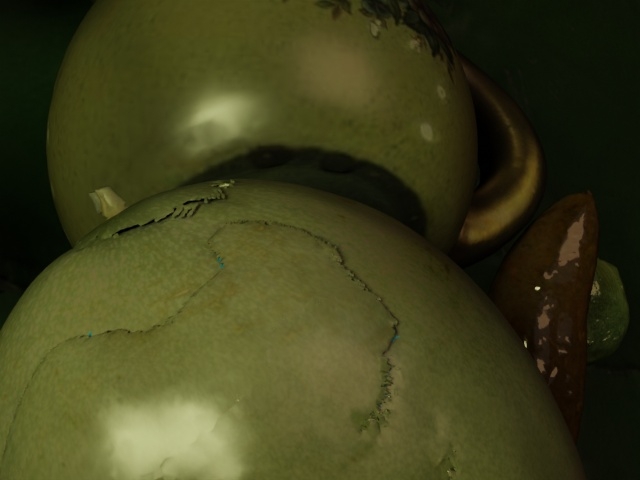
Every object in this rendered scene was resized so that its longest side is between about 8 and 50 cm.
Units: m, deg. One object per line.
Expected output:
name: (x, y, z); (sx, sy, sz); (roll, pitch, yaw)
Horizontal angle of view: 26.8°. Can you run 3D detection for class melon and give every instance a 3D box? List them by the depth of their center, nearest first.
melon: (-0.018, 0.121, 0.610); (0.330, 0.268, 0.268); (59, 37, -14)

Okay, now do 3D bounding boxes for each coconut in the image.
coconut: (0.191, 0.049, 1.029); (0.088, 0.088, 0.096); (-2, 68, -46)

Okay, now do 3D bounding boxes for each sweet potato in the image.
sweet potato: (0.115, 0.136, 0.835); (0.092, 0.114, 0.341); (21, 71, -36)

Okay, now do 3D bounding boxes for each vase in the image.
vase: (-0.005, -0.087, 0.816); (0.329, 0.241, 0.302); (14, 40, -26)
